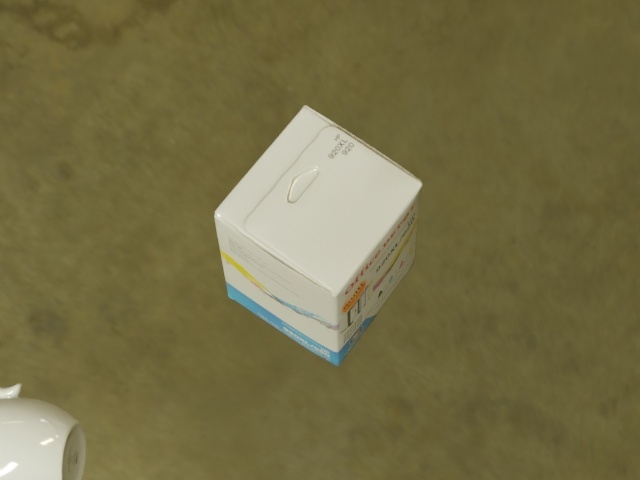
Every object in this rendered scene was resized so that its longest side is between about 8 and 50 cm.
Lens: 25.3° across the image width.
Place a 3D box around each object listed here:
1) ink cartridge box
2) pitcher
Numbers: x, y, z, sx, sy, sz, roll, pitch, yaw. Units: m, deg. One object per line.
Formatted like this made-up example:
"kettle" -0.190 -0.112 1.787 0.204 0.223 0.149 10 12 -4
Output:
"ink cartridge box" 0.000 0.000 1.623 0.168 0.233 0.171 33 71 15
"pitcher" -0.363 0.203 1.538 0.207 0.125 0.178 4 93 9
